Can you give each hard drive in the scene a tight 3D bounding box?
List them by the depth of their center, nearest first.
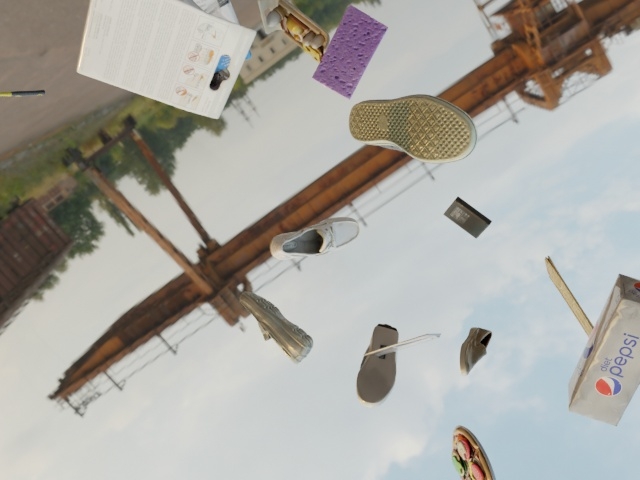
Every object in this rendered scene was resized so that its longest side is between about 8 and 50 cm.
[{"bbox_3d":[0.473,-0.072,2.065,0.022,0.135,0.094,-49,173,-34],"label":"hard drive"}]

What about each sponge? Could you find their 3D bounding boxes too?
[{"bbox_3d":[0.076,-0.489,1.668,0.210,0.117,0.031,-61,-179,13],"label":"sponge"}]

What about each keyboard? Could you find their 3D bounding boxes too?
[{"bbox_3d":[0.247,0.319,1.953,0.256,0.072,0.014,-27,-119,39],"label":"keyboard"}]

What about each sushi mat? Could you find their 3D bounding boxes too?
[{"bbox_3d":[0.738,0.196,1.845,0.019,0.151,0.316,-29,-123,10],"label":"sushi mat"}]

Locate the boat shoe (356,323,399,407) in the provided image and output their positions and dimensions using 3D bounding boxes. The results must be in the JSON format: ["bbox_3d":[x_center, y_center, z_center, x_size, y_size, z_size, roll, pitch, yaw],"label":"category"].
[{"bbox_3d":[0.190,0.448,2.129,0.127,0.158,0.340,15,-140,10],"label":"boat shoe"}]

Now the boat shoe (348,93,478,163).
[{"bbox_3d":[0.282,-0.333,1.876,0.156,0.186,0.500,-5,-165,-33],"label":"boat shoe"}]

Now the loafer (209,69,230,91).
[{"bbox_3d":[-0.372,-0.543,2.211,0.109,0.095,0.302,-33,-163,14],"label":"loafer"}]

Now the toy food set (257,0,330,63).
[{"bbox_3d":[-0.085,-0.701,2.228,0.092,0.306,0.220,-47,169,-8],"label":"toy food set"}]

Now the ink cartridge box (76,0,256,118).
[{"bbox_3d":[-0.391,-0.497,1.611,0.308,0.385,0.091,126,-28,-44],"label":"ink cartridge box"}]

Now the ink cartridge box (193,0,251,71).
[{"bbox_3d":[-0.425,-0.727,2.027,0.285,0.395,0.166,-21,-131,0],"label":"ink cartridge box"}]

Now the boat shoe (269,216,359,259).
[{"bbox_3d":[0.000,0.000,1.804,0.277,0.098,0.096,-18,-173,-21],"label":"boat shoe"}]

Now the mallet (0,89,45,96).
[{"bbox_3d":[-0.820,-0.379,1.669,0.062,0.039,0.190,-11,-177,40],"label":"mallet"}]

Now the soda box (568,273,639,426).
[{"bbox_3d":[0.565,0.211,1.217,0.098,0.286,0.091,16,-148,12],"label":"soda box"}]

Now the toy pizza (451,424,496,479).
[{"bbox_3d":[0.357,0.542,1.521,0.032,0.201,0.201,-15,-166,-13],"label":"toy pizza"}]

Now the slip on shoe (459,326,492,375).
[{"bbox_3d":[0.310,0.220,1.276,0.041,0.051,0.135,-1,-157,28],"label":"slip on shoe"}]

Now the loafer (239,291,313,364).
[{"bbox_3d":[-0.169,0.300,2.224,0.111,0.319,0.112,-54,160,11],"label":"loafer"}]
